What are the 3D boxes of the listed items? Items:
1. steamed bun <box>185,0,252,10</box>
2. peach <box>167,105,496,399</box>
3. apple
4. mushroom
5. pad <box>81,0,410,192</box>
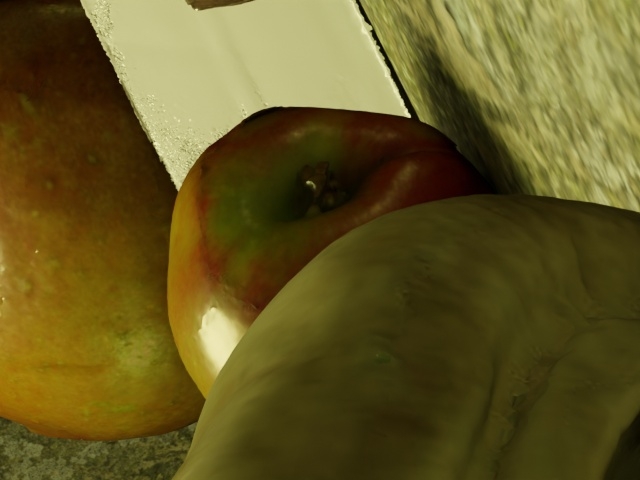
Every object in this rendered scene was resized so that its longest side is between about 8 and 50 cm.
[{"bbox_3d":[-0.057,-0.190,0.783,0.145,0.106,0.175,62,178,3],"label":"steamed bun"},{"bbox_3d":[0.016,0.033,0.797,0.197,0.197,0.197,62,175,9],"label":"peach"},{"bbox_3d":[-0.170,-0.045,1.129,0.384,0.374,0.374,15,148,28],"label":"apple"},{"bbox_3d":[0.078,0.093,0.341,0.260,0.254,0.234,57,137,20],"label":"mushroom"},{"bbox_3d":[-0.044,-0.104,0.912,0.232,0.156,0.004,63,-158,-3],"label":"pad"}]
